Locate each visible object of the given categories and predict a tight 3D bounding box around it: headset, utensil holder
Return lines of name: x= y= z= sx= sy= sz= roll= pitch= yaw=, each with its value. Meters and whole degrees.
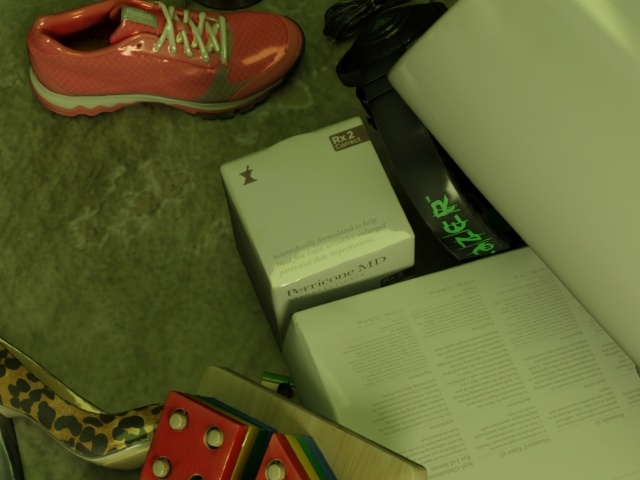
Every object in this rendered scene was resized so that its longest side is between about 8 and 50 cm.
headset: x=0.095 y=-0.141 z=1.659 sx=0.185 sy=0.243 sz=0.394 roll=-25 pitch=48 yaw=21
utensil holder: x=0.298 y=-0.107 z=1.404 sx=0.327 sy=0.327 sz=0.385 roll=-41 pitch=90 yaw=-16

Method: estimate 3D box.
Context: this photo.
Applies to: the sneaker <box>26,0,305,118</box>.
sneaker: x=-0.173 y=-0.208 z=1.738 sx=0.313 sy=0.136 sz=0.116 roll=-7 pitch=65 yaw=0

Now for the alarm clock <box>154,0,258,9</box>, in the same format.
alarm clock: x=-0.120 y=-0.324 z=1.835 sx=0.129 sy=0.064 sz=0.192 roll=39 pitch=76 yaw=19

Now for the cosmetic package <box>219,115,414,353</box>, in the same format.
cosmetic package: x=0.000 y=0.000 z=1.601 sx=0.151 sy=0.184 sz=0.151 roll=-21 pitch=65 yaw=-7

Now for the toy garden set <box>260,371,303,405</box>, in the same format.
toy garden set: x=0.009 y=0.256 z=1.551 sx=0.203 sy=0.049 sz=0.244 roll=12 pitch=65 yaw=9

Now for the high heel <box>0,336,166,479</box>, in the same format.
high heel: x=-0.230 y=0.143 z=1.590 sx=0.261 sy=0.093 sz=0.186 roll=-18 pitch=70 yaw=4

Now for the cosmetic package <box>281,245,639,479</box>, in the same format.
cosmetic package: x=0.189 y=0.160 z=1.526 sx=0.377 sy=0.097 sz=0.284 roll=-15 pitch=62 yaw=-18

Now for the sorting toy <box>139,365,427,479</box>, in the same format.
sorting toy: x=-0.068 y=0.272 z=1.424 sx=0.255 sy=0.089 sz=0.257 roll=23 pitch=94 yaw=35
